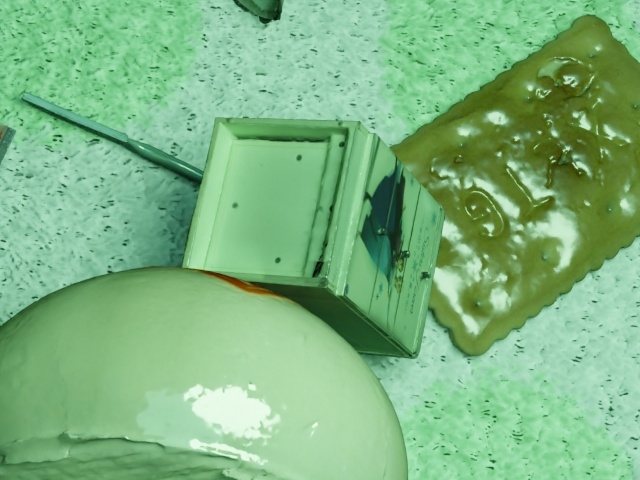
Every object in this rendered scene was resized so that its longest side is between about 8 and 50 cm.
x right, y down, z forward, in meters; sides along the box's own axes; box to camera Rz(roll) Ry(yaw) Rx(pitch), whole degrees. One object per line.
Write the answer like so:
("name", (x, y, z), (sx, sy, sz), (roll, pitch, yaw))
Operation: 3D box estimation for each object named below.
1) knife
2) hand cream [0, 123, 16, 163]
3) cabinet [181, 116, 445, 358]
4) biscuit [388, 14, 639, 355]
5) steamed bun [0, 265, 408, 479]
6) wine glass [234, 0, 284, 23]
("knife", (-0.179, -0.091, 1.600), (0.210, 0.028, 0.015), (25, 93, -1))
("hand cream", (-0.387, -0.116, 1.571), (0.210, 0.043, 0.067), (24, 70, -9))
("cabinet", (0.000, 0.000, 1.484), (0.150, 0.206, 0.145), (4, 72, 24))
("biscuit", (0.204, -0.059, 1.640), (0.325, 0.044, 0.217), (-33, 81, -15))
("steamed bun", (-0.111, 0.160, 1.384), (0.374, 0.374, 0.241), (15, 52, -4))
("wine glass", (-0.013, -0.304, 1.637), (0.183, 0.122, 0.122), (-40, 84, -17))
